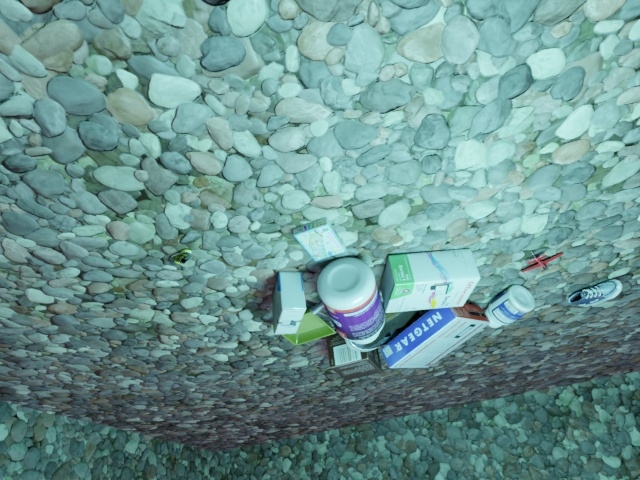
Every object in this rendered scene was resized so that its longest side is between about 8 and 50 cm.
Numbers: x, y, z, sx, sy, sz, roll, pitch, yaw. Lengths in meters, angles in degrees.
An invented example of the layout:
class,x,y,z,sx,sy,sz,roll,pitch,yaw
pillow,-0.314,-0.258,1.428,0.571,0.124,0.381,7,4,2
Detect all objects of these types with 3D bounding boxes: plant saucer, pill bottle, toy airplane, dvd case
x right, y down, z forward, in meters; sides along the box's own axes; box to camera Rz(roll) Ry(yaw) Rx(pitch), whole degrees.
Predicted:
class,x,y,z,sx,sy,sz,roll,pitch,yaw
plant saucer,-0.065,0.327,1.674,0.188,0.045,0.188,-22,135,20
pill bottle,0.723,0.263,1.677,0.112,0.112,0.186,7,143,-19
pill bottle,0.111,0.213,1.415,0.181,0.181,0.323,-13,138,8
toy airplane,0.762,0.075,1.492,0.151,0.028,0.151,-6,144,-4
dvd case,0.090,0.243,1.581,0.164,0.018,0.221,-42,134,16

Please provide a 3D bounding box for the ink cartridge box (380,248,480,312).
class,x,y,z,sx,sy,sz,roll,pitch,yaw
ink cartridge box,0.354,0.136,1.429,0.278,0.117,0.201,-4,145,-5

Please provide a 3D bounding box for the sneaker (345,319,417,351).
class,x,y,z,sx,sy,sz,roll,pitch,yaw
sneaker,0.248,0.352,1.703,0.321,0.126,0.127,-1,149,-35

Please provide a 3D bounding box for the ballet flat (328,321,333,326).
class,x,y,z,sx,sy,sz,roll,pitch,yaw
ballet flat,0.075,0.303,1.686,0.114,0.041,0.041,-29,139,26

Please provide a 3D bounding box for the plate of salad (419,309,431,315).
class,x,y,z,sx,sy,sz,roll,pitch,yaw
plate of salad,0.467,0.237,1.622,0.200,0.048,0.200,-16,145,-11

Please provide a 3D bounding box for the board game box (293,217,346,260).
class,x,y,z,sx,sy,sz,roll,pitch,yaw
board game box,0.000,0.000,1.254,0.103,0.026,0.154,-18,143,15

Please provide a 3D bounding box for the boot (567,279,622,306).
class,x,y,z,sx,sy,sz,roll,pitch,yaw
boot,1.078,0.211,1.700,0.086,0.069,0.190,5,145,-21

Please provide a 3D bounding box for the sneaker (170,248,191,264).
class,x,y,z,sx,sy,sz,roll,pitch,yaw
sneaker,-0.408,0.055,1.251,0.083,0.035,0.031,-30,138,29

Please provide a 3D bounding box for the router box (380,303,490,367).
class,x,y,z,sx,sy,sz,roll,pitch,yaw
router box,0.444,0.368,1.660,0.301,0.082,0.335,18,126,-46

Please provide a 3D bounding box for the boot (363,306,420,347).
class,x,y,z,sx,sy,sz,roll,pitch,yaw
boot,0.257,0.273,1.610,0.305,0.115,0.112,-24,135,-19

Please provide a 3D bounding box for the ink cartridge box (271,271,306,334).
class,x,y,z,sx,sy,sz,roll,pitch,yaw
ink cartridge box,-0.110,0.210,1.432,0.082,0.139,0.190,0,145,-13

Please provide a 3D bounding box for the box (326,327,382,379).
class,x,y,z,sx,sy,sz,roll,pitch,yaw
box,0.140,0.464,1.810,0.168,0.167,0.203,-18,143,15
